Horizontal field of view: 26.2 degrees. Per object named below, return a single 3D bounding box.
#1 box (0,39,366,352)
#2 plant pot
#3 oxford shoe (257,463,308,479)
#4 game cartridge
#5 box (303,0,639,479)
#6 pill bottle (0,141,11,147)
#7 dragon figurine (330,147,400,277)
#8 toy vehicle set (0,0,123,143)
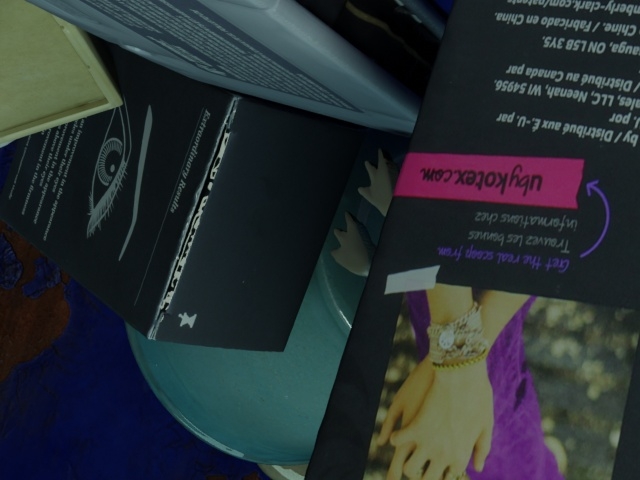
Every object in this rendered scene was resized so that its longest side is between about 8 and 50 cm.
[{"bbox_3d":[-0.094,-0.041,0.862,0.108,0.153,0.207,10,-164,-44],"label":"box"},{"bbox_3d":[0.027,0.022,0.987,0.272,0.271,0.255,18,163,-23],"label":"plant pot"},{"bbox_3d":[0.096,0.084,1.258,0.140,0.397,0.146,17,142,53],"label":"oxford shoe"},{"bbox_3d":[-0.060,-0.114,0.601,0.196,0.060,0.294,13,176,24],"label":"game cartridge"},{"bbox_3d":[0.111,0.050,0.452,0.143,0.270,0.165,16,178,45],"label":"box"},{"bbox_3d":[-0.284,-0.132,0.844,0.136,0.136,0.246,16,178,33],"label":"pill bottle"},{"bbox_3d":[0.102,0.023,0.708,0.144,0.085,0.289,-2,-139,-30],"label":"dragon figurine"},{"bbox_3d":[-0.257,-0.084,0.745,0.267,0.035,0.166,-17,158,1],"label":"toy vehicle set"}]
